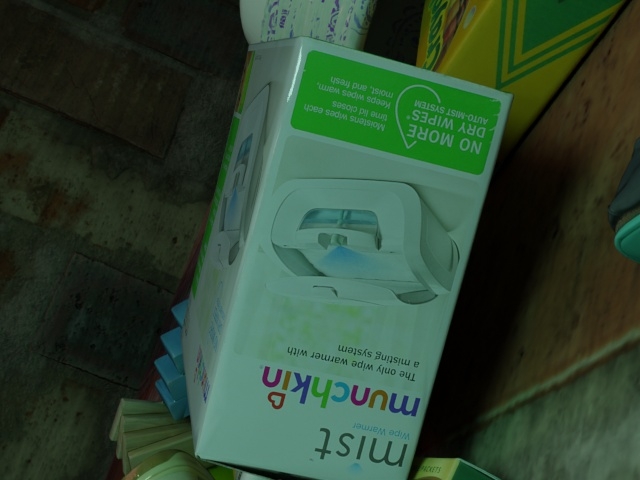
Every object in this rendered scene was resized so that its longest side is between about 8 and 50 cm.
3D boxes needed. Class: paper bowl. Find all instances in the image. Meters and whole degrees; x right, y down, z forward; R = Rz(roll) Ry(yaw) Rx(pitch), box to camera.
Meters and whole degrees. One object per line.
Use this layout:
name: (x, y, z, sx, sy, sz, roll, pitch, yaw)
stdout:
paper bowl: (0.034, -0.234, 0.970, 0.284, 0.148, 0.284, -54, -19, -29)

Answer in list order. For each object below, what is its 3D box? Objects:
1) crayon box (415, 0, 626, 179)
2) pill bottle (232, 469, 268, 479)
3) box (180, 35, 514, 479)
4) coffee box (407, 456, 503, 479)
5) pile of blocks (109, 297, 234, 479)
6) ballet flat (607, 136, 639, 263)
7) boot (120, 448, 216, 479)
crayon box: (0.156, -0.202, 0.784, 0.203, 0.083, 0.323, -78, 15, -48)
pill bottle: (-0.014, 0.155, 0.794, 0.184, 0.103, 0.103, -126, 60, -78)
box: (0.000, 0.000, 0.686, 0.262, 0.127, 0.231, -132, 57, -76)
coffee box: (0.031, 0.205, 0.584, 0.184, 0.040, 0.113, -62, 8, -15)
pile of blocks: (-0.088, 0.159, 0.943, 0.112, 0.149, 0.362, 42, 120, 56)
ballet flat: (0.173, -0.040, 0.403, 0.203, 0.074, 0.074, 141, 151, -72)
boot: (-0.050, 0.252, 0.781, 0.077, 0.213, 0.165, -39, 53, 0)
